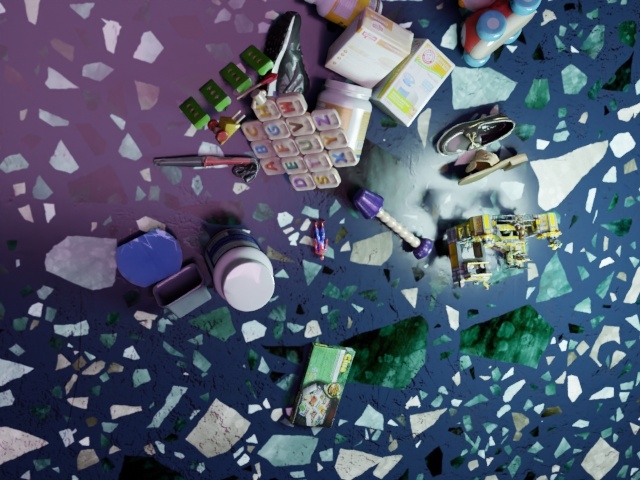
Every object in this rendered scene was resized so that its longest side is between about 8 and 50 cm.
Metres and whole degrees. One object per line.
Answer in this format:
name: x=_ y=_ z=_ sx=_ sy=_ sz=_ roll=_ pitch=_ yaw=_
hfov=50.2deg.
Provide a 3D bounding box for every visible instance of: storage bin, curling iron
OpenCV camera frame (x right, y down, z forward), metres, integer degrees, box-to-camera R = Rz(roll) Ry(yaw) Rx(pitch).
storage bin: x=-0.363 y=0.137 z=1.816 sx=0.135 sy=0.098 sz=0.091 roll=-32 pitch=140 yaw=-6
curling iron: x=-0.289 y=-0.191 z=1.760 sx=0.273 sy=0.035 sz=0.068 roll=3 pitch=105 yaw=-18

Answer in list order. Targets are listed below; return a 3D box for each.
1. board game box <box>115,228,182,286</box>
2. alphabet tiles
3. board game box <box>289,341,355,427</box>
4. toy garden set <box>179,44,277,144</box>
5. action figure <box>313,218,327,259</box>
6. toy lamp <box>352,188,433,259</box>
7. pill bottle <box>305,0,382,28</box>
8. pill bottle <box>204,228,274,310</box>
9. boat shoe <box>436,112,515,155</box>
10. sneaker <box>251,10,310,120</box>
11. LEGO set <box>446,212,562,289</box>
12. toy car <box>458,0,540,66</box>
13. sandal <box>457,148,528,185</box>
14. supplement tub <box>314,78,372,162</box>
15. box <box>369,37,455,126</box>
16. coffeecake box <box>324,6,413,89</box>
board game box: x=-0.446 y=0.042 z=1.787 sx=0.168 sy=0.033 sz=0.133 roll=-26 pitch=115 yaw=-1
alphabet tiles: x=-0.057 y=-0.240 z=1.705 sx=0.284 sy=0.277 sz=0.021 roll=63 pitch=38 yaw=-37
board game box: x=0.004 y=0.436 z=2.044 sx=0.136 sy=0.030 sz=0.260 roll=13 pitch=102 yaw=-18
toy garden set: x=-0.204 y=-0.345 z=1.657 sx=0.244 sy=0.204 sz=0.049 roll=-40 pitch=136 yaw=-1
action figure: x=0.000 y=0.000 z=1.910 sx=0.038 sy=0.030 sz=0.115 roll=-11 pitch=111 yaw=-19
toy lamp: x=0.204 y=-0.050 z=1.928 sx=0.274 sy=0.080 sz=0.080 roll=36 pitch=94 yaw=-23
pill bottle: x=0.054 y=-0.592 z=1.703 sx=0.184 sy=0.103 sz=0.103 roll=21 pitch=99 yaw=-21
pill bottle: x=-0.206 y=0.074 z=1.741 sx=0.153 sy=0.265 sz=0.153 roll=-5 pitch=108 yaw=-15
boat shoe: x=0.439 y=-0.298 z=1.927 sx=0.227 sy=0.069 sz=0.081 roll=-25 pitch=112 yaw=-8
sneaker: x=-0.080 y=-0.429 z=1.726 sx=0.124 sy=0.107 sz=0.284 roll=7 pitch=112 yaw=-28
LEGO set: x=0.523 y=0.038 z=1.953 sx=0.331 sy=0.255 sz=0.192 roll=-1 pitch=80 yaw=-28
toy car: x=0.416 y=-0.619 z=1.783 sx=0.210 sy=0.219 sz=0.238 roll=-38 pitch=84 yaw=-2
sandal: x=0.482 y=-0.229 z=1.973 sx=0.239 sy=0.088 sz=0.079 roll=-18 pitch=79 yaw=-18
supplement tub: x=0.051 y=-0.306 z=1.767 sx=0.144 sy=0.144 sz=0.200 roll=9 pitch=103 yaw=-19
box: x=0.238 y=-0.422 z=1.810 sx=0.114 sy=0.103 sz=0.203 roll=37 pitch=93 yaw=-23
coffeecake box: x=0.120 y=-0.477 z=1.713 sx=0.142 sy=0.185 sz=0.068 roll=23 pitch=62 yaw=-21
